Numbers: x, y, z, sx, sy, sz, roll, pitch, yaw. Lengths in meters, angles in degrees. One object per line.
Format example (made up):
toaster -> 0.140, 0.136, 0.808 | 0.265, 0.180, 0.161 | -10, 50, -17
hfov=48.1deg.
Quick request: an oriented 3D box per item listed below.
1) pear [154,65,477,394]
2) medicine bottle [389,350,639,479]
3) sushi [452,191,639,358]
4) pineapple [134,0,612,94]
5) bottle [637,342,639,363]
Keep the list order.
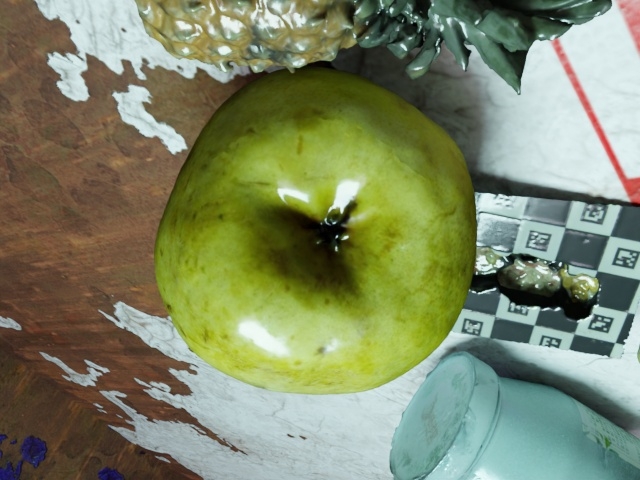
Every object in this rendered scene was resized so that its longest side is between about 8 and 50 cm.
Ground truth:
pear -> 0.000, 0.000, 0.685 | 0.303, 0.304, 0.304 | 18, 147, 12
medicine bottle -> 0.263, 0.305, 0.966 | 0.290, 0.245, 0.245 | 32, 147, -10
sushi -> 0.230, 0.023, 0.771 | 0.215, 0.050, 0.192 | 7, 125, 13
pineapple -> 0.032, -0.194, 0.526 | 0.340, 0.169, 0.169 | 9, 144, 14
bottle -> 0.358, 0.056, 0.700 | 0.083, 0.083, 0.270 | 14, 149, 19
